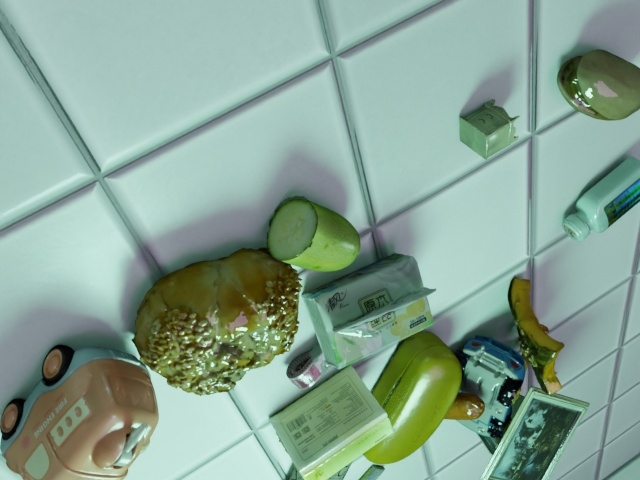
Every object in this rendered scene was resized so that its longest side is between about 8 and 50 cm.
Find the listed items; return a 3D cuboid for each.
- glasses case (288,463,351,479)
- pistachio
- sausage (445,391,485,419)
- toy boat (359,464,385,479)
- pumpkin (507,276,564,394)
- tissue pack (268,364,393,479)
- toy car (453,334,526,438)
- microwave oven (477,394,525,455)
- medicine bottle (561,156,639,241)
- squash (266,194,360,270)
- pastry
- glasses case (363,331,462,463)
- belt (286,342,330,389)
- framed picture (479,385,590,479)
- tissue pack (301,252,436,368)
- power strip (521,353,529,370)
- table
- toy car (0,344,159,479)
[{"bbox_3d":[0.002,0.577,1.743,0.137,0.085,0.354,-1,125,-37],"label":"glasses case"},{"bbox_3d":[0.566,-0.309,1.373,0.226,0.136,0.135,7,121,-31],"label":"pistachio"},{"bbox_3d":[0.338,0.426,1.780,0.076,0.198,0.076,8,77,-37],"label":"sausage"},{"bbox_3d":[0.134,0.694,1.993,0.063,0.016,0.115,27,106,-46],"label":"toy boat"},{"bbox_3d":[0.555,0.258,1.763,0.095,0.258,0.290,-20,137,11],"label":"pumpkin"},{"bbox_3d":[0.024,0.421,1.569,0.234,0.159,0.125,-33,138,-8],"label":"tissue pack"},{"bbox_3d":[0.440,0.389,1.844,0.166,0.198,0.314,-43,147,-35],"label":"toy car"},{"bbox_3d":[0.570,0.550,2.005,0.194,0.145,0.240,-32,179,-6],"label":"microwave oven"},{"bbox_3d":[0.694,-0.091,1.675,0.229,0.083,0.121,-40,137,-2],"label":"medicine bottle"},{"bbox_3d":[0.000,0.000,1.227,0.123,0.123,0.187,-52,143,13],"label":"squash"},{"bbox_3d":[-0.162,0.150,1.201,0.311,0.162,0.255,-23,133,-21],"label":"pastry"},{"bbox_3d":[0.227,0.406,1.719,0.173,0.141,0.371,4,123,-39],"label":"glasses case"},{"bbox_3d":[0.028,0.228,1.472,0.232,0.071,0.053,-42,121,-1],"label":"belt"},{"bbox_3d":[0.577,0.539,1.839,0.232,0.019,0.296,19,102,-26],"label":"framed picture"},{"bbox_3d":[0.107,0.141,1.364,0.230,0.145,0.159,-22,102,-18],"label":"tissue pack"},{"bbox_3d":[0.572,0.325,1.919,0.178,0.028,0.049,-44,152,-49],"label":"power strip"},{"bbox_3d":[0.319,-0.212,1.300,0.083,0.079,0.062,-30,139,-14],"label":"table"},{"bbox_3d":[-0.387,0.318,1.140,0.270,0.212,0.181,-49,138,10],"label":"toy car"}]
